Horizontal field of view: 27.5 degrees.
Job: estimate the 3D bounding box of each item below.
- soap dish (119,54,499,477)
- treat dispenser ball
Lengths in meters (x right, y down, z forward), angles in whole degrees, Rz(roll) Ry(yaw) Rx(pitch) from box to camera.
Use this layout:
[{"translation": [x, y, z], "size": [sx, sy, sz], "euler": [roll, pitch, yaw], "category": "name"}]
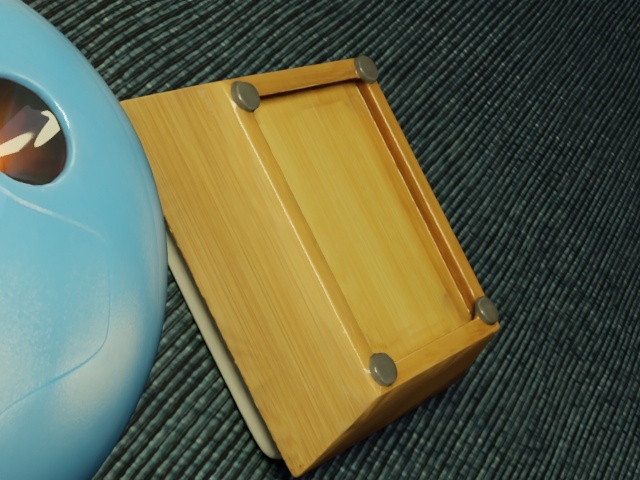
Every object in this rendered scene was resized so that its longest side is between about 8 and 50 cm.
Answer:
[{"translation": [0.000, 0.000, 0.974], "size": [0.229, 0.118, 0.291], "euler": [-19, 81, -53], "category": "soap dish"}, {"translation": [-0.211, 0.014, 0.573], "size": [0.288, 0.288, 0.288], "euler": [29, 47, -36], "category": "treat dispenser ball"}]
